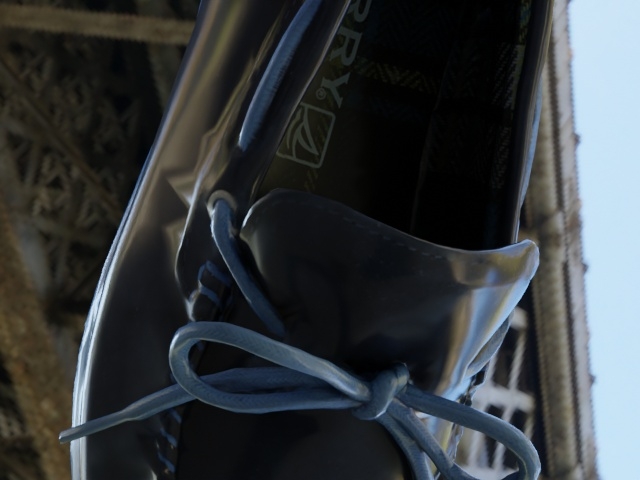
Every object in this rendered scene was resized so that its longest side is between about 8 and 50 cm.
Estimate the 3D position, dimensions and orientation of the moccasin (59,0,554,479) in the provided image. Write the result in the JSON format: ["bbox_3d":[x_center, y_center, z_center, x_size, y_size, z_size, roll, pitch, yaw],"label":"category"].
[{"bbox_3d":[0.000,0.000,0.446,0.117,0.137,0.342,5,-91,61],"label":"moccasin"}]
